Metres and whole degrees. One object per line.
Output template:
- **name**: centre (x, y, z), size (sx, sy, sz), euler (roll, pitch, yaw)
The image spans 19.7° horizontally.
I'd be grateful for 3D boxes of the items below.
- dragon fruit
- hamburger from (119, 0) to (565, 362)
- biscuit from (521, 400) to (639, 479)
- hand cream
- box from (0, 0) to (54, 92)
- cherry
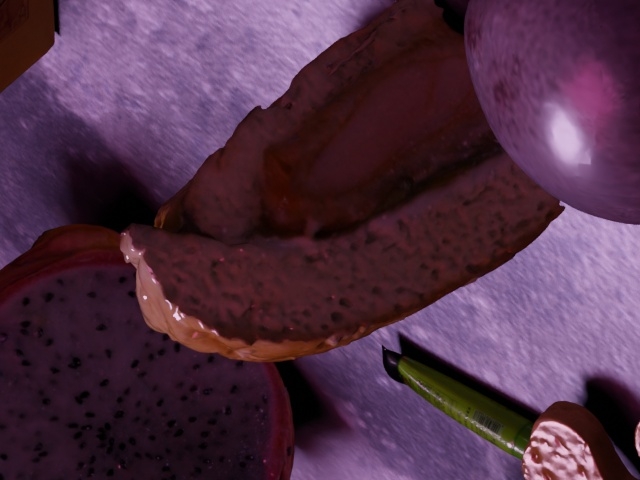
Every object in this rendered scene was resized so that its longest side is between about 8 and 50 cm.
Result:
- **dragon fruit**: centre (-0.176, 0.149, 1.265), size (0.291, 0.290, 0.189), euler (49, 155, -9)
- **hamburger**: centre (0.000, 0.000, 0.876), size (0.135, 0.207, 0.155), euler (48, 149, 1)
- **biscuit**: centre (0.199, 0.191, 1.004), size (0.144, 0.040, 0.236), euler (-5, 114, 49)
- **hand cream**: centre (0.086, 0.098, 1.100), size (0.122, 0.023, 0.036), euler (28, 161, 33)
- **box**: centre (-0.343, -0.270, 1.080), size (0.415, 0.116, 0.264), euler (37, 154, 14)
- **cherry**: centre (0.110, -0.099, 0.709), size (0.148, 0.115, 0.188), euler (-105, -1, -57)
